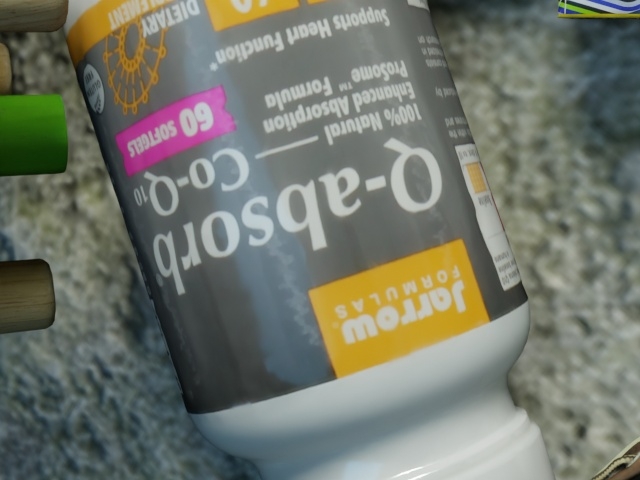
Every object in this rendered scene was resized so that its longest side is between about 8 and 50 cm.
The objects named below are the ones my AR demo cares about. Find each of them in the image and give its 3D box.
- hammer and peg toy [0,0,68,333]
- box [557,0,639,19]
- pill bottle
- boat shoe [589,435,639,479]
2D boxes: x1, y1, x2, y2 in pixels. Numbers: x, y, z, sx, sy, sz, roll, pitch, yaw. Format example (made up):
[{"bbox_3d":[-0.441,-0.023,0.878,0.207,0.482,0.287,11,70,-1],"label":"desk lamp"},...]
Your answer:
[{"bbox_3d":[-0.190,-0.139,0.465,0.361,0.127,0.266,106,151,-43],"label":"hammer and peg toy"},{"bbox_3d":[0.184,-0.114,0.410,0.169,0.059,0.054,6,103,28],"label":"box"},{"bbox_3d":[0.000,0.000,0.469,0.162,0.162,0.278,-20,88,29],"label":"pill bottle"},{"bbox_3d":[0.092,0.184,0.454,0.095,0.095,0.257,36,98,26],"label":"boat shoe"}]
